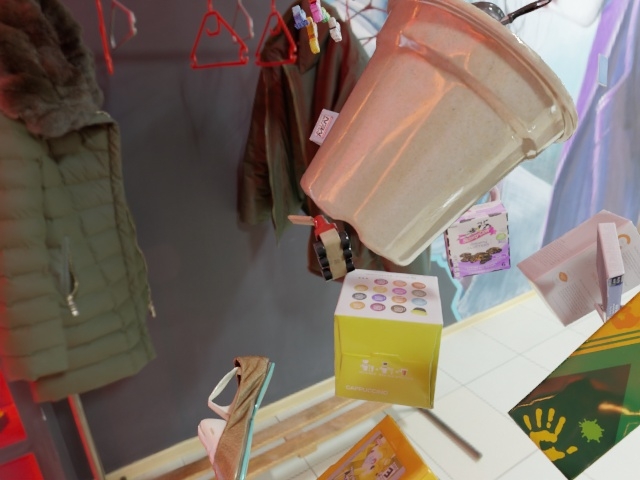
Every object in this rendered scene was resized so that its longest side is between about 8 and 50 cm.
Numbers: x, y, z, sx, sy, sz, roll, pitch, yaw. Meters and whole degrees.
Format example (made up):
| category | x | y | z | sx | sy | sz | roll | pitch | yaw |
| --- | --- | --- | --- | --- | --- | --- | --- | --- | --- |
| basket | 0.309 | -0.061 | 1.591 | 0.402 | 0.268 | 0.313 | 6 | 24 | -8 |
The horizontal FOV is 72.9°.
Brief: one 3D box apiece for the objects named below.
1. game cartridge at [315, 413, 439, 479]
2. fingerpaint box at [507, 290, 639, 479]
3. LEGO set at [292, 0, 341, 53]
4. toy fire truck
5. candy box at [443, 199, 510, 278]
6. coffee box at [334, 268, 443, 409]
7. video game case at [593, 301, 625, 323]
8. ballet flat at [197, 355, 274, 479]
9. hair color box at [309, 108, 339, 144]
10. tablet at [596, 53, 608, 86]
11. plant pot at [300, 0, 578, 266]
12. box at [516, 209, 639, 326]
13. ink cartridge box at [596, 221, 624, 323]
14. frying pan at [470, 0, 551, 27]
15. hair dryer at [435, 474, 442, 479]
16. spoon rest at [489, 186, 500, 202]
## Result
| category | x | y | z | sx | sy | sz | roll | pitch | yaw |
| --- | --- | --- | --- | --- | --- | --- | --- | --- | --- |
| game cartridge | 0.082 | 0.558 | 0.964 | 0.323 | 0.053 | 0.285 | -38 | 3 | -7 |
| fingerpaint box | 0.651 | 0.302 | 0.949 | 0.444 | 0.371 | 0.163 | 20 | 24 | -49 |
| LEGO set | -0.010 | -0.588 | 1.213 | 0.087 | 0.093 | 0.227 | -11 | 1 | 21 |
| toy fire truck | 0.000 | 0.000 | 1.562 | 0.158 | 0.217 | 0.246 | -21 | 49 | -4 |
| candy box | 0.433 | 0.000 | 1.210 | 0.164 | 0.196 | 0.070 | -12 | 33 | 11 |
| coffee box | 0.236 | 0.332 | 1.524 | 0.337 | 0.338 | 0.334 | 4 | 22 | 10 |
| video game case | 0.940 | 0.245 | 1.326 | 0.143 | 0.019 | 0.157 | 4 | 27 | 13 |
| ballet flat | -0.191 | 0.382 | 0.944 | 0.124 | 0.116 | 0.342 | 15 | 34 | -3 |
| hair color box | 0.170 | -0.288 | 1.364 | 0.374 | 0.114 | 0.185 | 27 | 5 | 34 |
| tablet | 0.809 | -0.488 | 1.244 | 0.054 | 0.083 | 0.006 | 1 | 1 | -33 |
| plant pot | 0.143 | -0.141 | 0.677 | 0.333 | 0.305 | 0.334 | 37 | 11 | -9 |
| box | 0.902 | 0.093 | 1.481 | 0.345 | 0.215 | 0.168 | -36 | 11 | 14 |
| ink cartridge box | 0.779 | 0.103 | 1.163 | 0.045 | 0.223 | 0.224 | -4 | 54 | 29 |
| frying pan | 0.621 | -0.746 | 1.537 | 0.326 | 0.197 | 0.053 | 5 | 57 | 12 |
| hair dryer | 0.296 | 0.690 | 0.997 | 0.080 | 0.224 | 0.294 | -5 | 40 | -1 |
| spoon rest | 0.461 | -0.205 | 1.408 | 0.276 | 0.137 | 0.084 | 37 | 70 | 7 |
